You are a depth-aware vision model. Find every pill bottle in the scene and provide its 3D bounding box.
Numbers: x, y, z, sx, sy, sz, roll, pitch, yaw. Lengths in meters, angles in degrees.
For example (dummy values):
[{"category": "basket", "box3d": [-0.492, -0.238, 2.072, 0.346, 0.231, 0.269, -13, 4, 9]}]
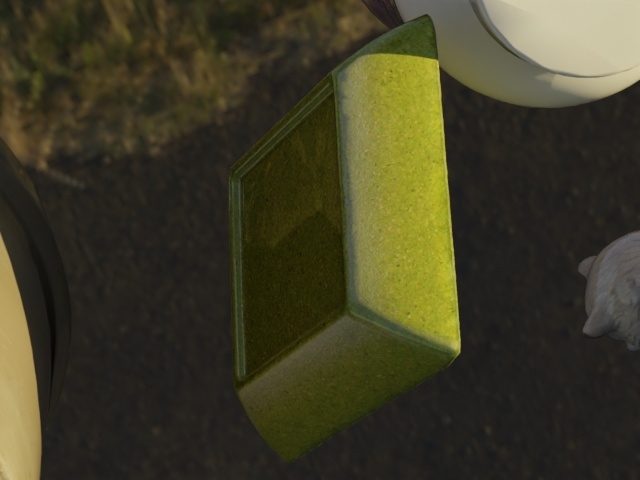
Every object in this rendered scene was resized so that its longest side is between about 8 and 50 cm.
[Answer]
[{"category": "pill bottle", "box3d": [0.113, -0.178, 1.086, 0.181, 0.181, 0.323, -23, 16, -1]}]

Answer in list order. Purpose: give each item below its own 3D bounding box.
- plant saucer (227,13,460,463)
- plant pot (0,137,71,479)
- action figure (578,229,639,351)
[{"category": "plant saucer", "box3d": [0.000, 0.000, 0.986, 0.188, 0.045, 0.188, -39, 47, 54]}, {"category": "plant pot", "box3d": [-0.264, 0.091, 0.964, 0.323, 0.323, 0.280, -28, 29, -8]}, {"category": "action figure", "box3d": [0.331, 0.041, 1.295, 0.330, 0.341, 0.179, 0, 70, -8]}]
